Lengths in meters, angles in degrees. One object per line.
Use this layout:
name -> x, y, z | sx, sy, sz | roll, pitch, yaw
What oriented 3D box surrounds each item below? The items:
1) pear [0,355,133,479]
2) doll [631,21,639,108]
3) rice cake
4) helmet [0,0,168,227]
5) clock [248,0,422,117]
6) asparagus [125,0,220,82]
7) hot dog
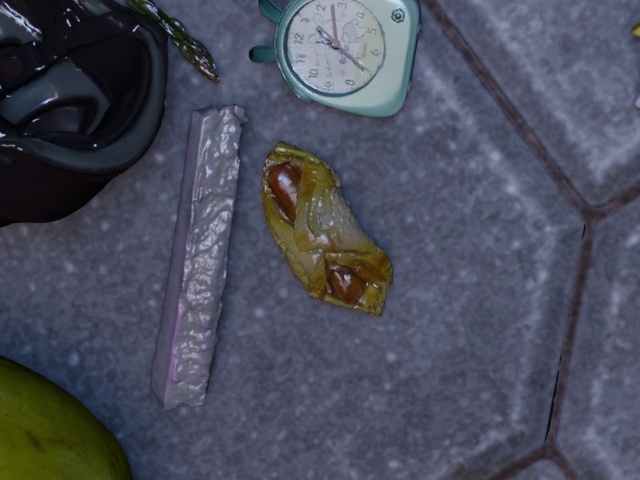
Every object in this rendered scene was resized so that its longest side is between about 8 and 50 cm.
pear -> -0.312, 0.222, 1.172 | 0.375, 0.287, 0.287 | 38, 107, 14
doll -> 0.288, -0.110, 1.084 | 0.098, 0.057, 0.143 | -31, 100, 37
rice cake -> -0.101, 0.014, 1.190 | 0.049, 0.055, 0.270 | 6, 109, -14
helmet -> -0.272, -0.134, 1.103 | 0.305, 0.225, 0.177 | 44, 137, 2
clock -> 0.010, -0.157, 1.135 | 0.135, 0.041, 0.101 | 12, 107, 6
asparagus -> -0.166, -0.207, 1.156 | 0.233, 0.022, 0.023 | 41, 71, -2
hot dog -> 0.001, 0.000, 1.167 | 0.078, 0.061, 0.169 | -32, 98, 16
